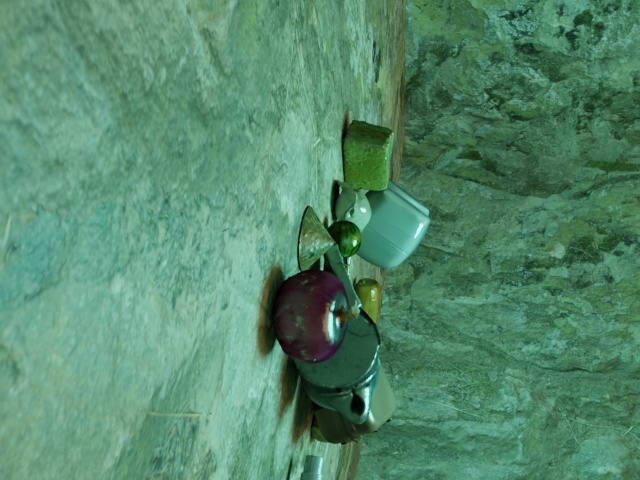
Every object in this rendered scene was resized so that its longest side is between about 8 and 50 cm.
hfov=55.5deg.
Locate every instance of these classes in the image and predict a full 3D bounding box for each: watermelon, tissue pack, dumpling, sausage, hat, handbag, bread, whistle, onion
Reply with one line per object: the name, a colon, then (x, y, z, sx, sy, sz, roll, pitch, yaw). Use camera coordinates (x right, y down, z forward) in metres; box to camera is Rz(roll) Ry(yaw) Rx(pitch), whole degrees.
watermelon: (0.055, 0.001, 1.546, 0.109, 0.109, 0.109, 6, 90, -80)
tissue pack: (0.205, -0.044, 1.917, 0.236, 0.229, 0.333, -55, 179, 15)
dumpling: (0.078, -0.101, 1.661, 0.169, 0.100, 0.134, 29, 29, -56)
sausage: (0.164, 0.304, 2.285, 0.112, 0.112, 0.328, -49, 145, -72)
hat: (0.000, 0.000, 1.317, 0.146, 0.067, 0.146, 6, 90, -79)
handbag: (0.070, 0.357, 1.563, 0.302, 0.149, 0.283, 11, 58, -70)
bread: (0.134, -0.235, 1.717, 0.196, 0.138, 0.102, 84, 27, -51)
whistle: (0.055, 0.203, 1.388, 0.168, 0.188, 0.405, 79, 22, -58)
onion: (-0.012, 0.140, 1.128, 0.177, 0.153, 0.177, -168, -90, -89)

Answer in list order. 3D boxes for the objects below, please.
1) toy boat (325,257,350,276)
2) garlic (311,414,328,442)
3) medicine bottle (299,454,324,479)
toy boat: (0.044, 0.106, 1.626, 0.088, 0.068, 0.226, -53, 148, -85)
garlic: (0.046, 0.454, 1.741, 0.164, 0.145, 0.245, 30, 60, -45)
medicine bottle: (-0.044, 0.666, 1.363, 0.110, 0.110, 0.352, 79, 20, -58)
